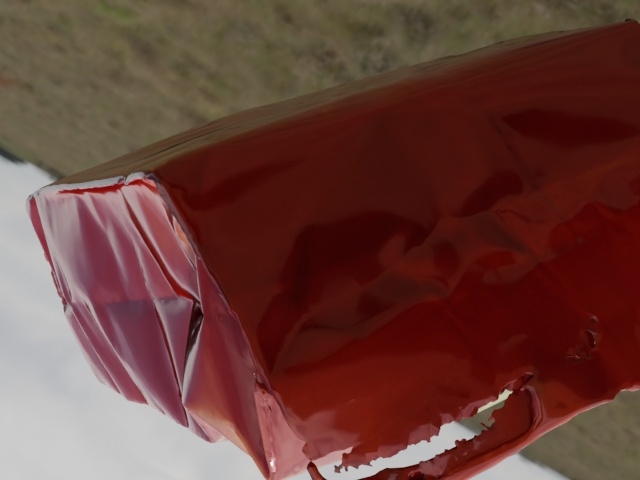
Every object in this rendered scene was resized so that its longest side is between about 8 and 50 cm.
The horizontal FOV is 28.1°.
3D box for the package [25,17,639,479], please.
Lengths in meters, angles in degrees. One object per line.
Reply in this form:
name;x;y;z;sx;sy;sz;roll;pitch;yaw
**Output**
package;0.000;0.000;0.547;0.123;0.196;0.423;71;163;-8
